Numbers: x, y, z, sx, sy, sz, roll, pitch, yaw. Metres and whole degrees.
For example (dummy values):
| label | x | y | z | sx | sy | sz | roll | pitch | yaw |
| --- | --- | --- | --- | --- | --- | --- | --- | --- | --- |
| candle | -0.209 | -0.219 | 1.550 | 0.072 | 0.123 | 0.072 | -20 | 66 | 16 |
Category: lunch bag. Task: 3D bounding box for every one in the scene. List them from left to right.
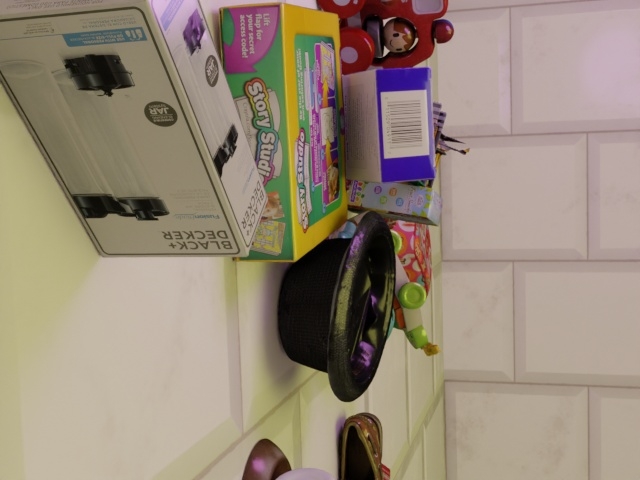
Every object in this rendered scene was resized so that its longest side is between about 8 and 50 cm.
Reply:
| label | x | y | z | sx | sy | sz | roll | pitch | yaw |
| --- | --- | --- | --- | --- | --- | --- | --- | --- | --- |
| lunch bag | 0.245 | 0.000 | 2.331 | 0.293 | 0.120 | 0.258 | 70 | 24 | -49 |

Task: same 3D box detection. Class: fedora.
| label | x | y | z | sx | sy | sz | roll | pitch | yaw |
| --- | --- | --- | --- | --- | --- | --- | --- | --- | --- |
| fedora | 0.021 | 0.106 | 1.462 | 0.334 | 0.153 | 0.334 | 5 | 90 | -71 |

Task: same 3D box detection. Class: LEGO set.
| label | x | y | z | sx | sy | sz | roll | pitch | yaw |
| --- | --- | --- | --- | --- | --- | --- | --- | --- | --- |
| LEGO set | 0.162 | -0.227 | 1.805 | 0.331 | 0.255 | 0.192 | 16 | 91 | -66 |

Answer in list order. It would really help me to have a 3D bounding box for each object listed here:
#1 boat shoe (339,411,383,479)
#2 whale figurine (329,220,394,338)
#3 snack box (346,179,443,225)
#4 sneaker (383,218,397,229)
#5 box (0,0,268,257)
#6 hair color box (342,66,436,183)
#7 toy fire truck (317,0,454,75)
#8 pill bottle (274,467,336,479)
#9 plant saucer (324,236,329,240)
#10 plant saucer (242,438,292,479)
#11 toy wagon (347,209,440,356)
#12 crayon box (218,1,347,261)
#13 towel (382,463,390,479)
| label | x | y | z | sx | sy | sz | roll | pitch | yaw |
| --- | --- | --- | --- | --- | --- | --- | --- | --- | --- |
| boat shoe | 0.086 | 0.529 | 1.806 | 0.104 | 0.111 | 0.307 | 5 | 74 | -70 |
| whale figurine | 0.076 | 0.102 | 1.678 | 0.216 | 0.141 | 0.272 | -47 | 137 | -68 |
| snack box | 0.152 | -0.085 | 1.833 | 0.174 | 0.207 | 0.070 | 19 | 82 | -74 |
| sneaker | 0.150 | -0.127 | 2.059 | 0.092 | 0.088 | 0.225 | -62 | 148 | -62 |
| box | -0.168 | -0.110 | 0.775 | 0.290 | 0.169 | 0.087 | 75 | 21 | -45 |
| hair color box | 0.085 | -0.201 | 1.494 | 0.339 | 0.110 | 0.185 | -161 | -113 | -69 |
| toy fire truck | 0.140 | -0.473 | 1.723 | 0.169 | 0.254 | 0.302 | -69 | 154 | -51 |
| pill bottle | -0.018 | 0.449 | 1.279 | 0.103 | 0.103 | 0.184 | -46 | 133 | -68 |
| plant saucer | 0.000 | 0.000 | 1.655 | 0.083 | 0.013 | 0.083 | -1 | 90 | -74 |
| plant saucer | -0.078 | 0.414 | 1.325 | 0.198 | 0.036 | 0.198 | -1 | 90 | -74 |
| toy wagon | 0.153 | 0.101 | 1.805 | 0.344 | 0.068 | 0.267 | 65 | -8 | -1 |
| crayon box | -0.048 | -0.175 | 1.321 | 0.313 | 0.106 | 0.363 | -36 | 125 | -70 |
| towel | 0.136 | 0.692 | 2.092 | 0.199 | 0.031 | 0.274 | 54 | 37 | -61 |
